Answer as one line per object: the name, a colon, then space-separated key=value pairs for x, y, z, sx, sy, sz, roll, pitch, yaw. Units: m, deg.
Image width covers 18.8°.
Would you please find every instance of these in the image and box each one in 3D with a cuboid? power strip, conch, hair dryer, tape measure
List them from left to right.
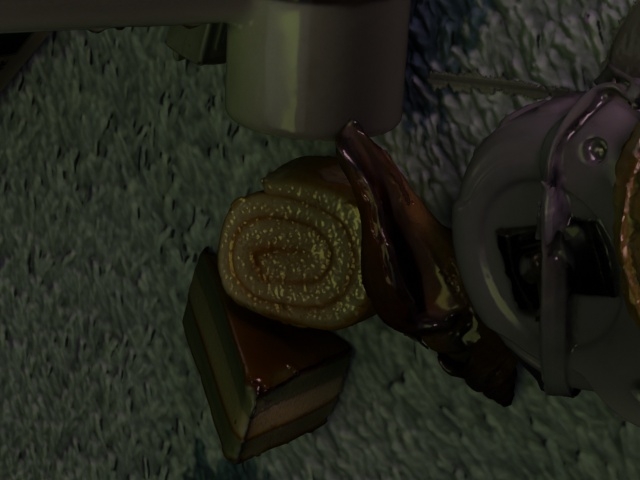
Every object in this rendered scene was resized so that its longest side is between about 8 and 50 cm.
hair dryer: x=-0.109 y=-0.168 z=1.276 sx=0.128 sy=0.362 sz=0.203 roll=-136 pitch=45 yaw=-59
power strip: x=-0.060 y=-0.205 z=1.395 sx=0.042 sy=0.075 sz=0.175 roll=34 pitch=124 yaw=30
conch: x=0.069 y=0.024 z=1.335 sx=0.232 sy=0.086 sz=0.080 roll=40 pitch=152 yaw=-19
tape measure: x=0.176 y=0.007 z=1.239 sx=0.197 sy=0.120 sz=0.236 roll=-5 pitch=105 yaw=50

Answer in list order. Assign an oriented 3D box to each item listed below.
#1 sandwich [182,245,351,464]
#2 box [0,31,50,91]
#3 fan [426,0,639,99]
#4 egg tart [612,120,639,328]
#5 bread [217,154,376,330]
sandwich: x=-0.075 y=0.084 z=1.476 sx=0.163 sy=0.113 sz=0.079 roll=35 pitch=124 yaw=27
box: x=-0.314 y=-0.175 z=1.554 sx=0.212 sy=0.168 sz=0.095 roll=-42 pitch=72 yaw=40
fan: x=0.201 y=-0.089 z=1.259 sx=0.329 sy=0.009 sz=0.191 roll=13 pitch=113 yaw=36
egg tart: x=0.271 y=-0.006 z=1.114 sx=0.090 sy=0.212 sz=0.213 roll=179 pitch=73 yaw=-83
bread: x=0.000 y=0.000 z=1.419 sx=0.149 sy=0.073 sz=0.122 roll=13 pitch=106 yaw=34
